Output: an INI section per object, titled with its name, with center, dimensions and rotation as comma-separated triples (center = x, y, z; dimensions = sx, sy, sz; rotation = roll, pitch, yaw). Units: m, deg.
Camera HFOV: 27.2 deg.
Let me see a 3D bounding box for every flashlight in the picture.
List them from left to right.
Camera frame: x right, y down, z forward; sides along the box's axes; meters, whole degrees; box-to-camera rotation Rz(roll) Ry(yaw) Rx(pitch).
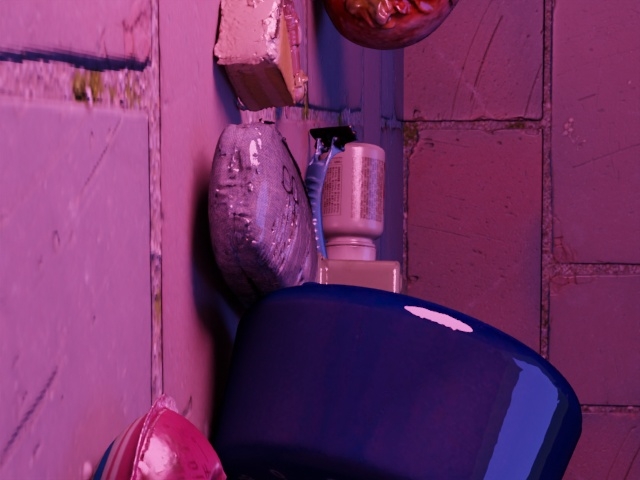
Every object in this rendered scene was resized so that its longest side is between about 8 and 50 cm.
[flashlight]
center = -0.028, -0.172, 1.247
dimensions = 0.052, 0.031, 0.110
rotation = -76, 164, -60

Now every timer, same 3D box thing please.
[timer]
center = 0.014, 0.252, 0.934
dimensions = 0.270, 0.270, 0.383
rotation = 77, 29, -61

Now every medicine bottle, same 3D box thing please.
[medicine bottle]
center = 0.036, -0.041, 1.571
dimensions = 0.079, 0.079, 0.140
rotation = 50, 41, -79

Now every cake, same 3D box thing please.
[cake]
center = -0.045, -0.140, 1.034
dimensions = 0.121, 0.052, 0.065
rotation = 68, 21, -70

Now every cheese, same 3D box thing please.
[cheese]
center = -0.083, 0.163, 0.730
dimensions = 0.244, 0.062, 0.155
rotation = 57, 35, -79

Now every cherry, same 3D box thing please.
[cherry]
center = 0.074, -0.319, 1.528
dimensions = 0.192, 0.175, 0.250
rotation = 62, -2, -9

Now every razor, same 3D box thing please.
[razor]
center = 0.000, 0.000, 1.459
dimensions = 0.082, 0.042, 0.253
rotation = 5, -86, 56

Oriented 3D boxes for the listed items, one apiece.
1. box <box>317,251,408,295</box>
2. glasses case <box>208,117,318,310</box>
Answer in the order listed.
[box]
center = 0.020, 0.095, 1.258
dimensions = 0.210, 0.129, 0.148
rotation = 66, 24, -71
[glasses case]
center = -0.041, -0.004, 1.025
dimensions = 0.282, 0.067, 0.109
rotation = 64, 29, -71
